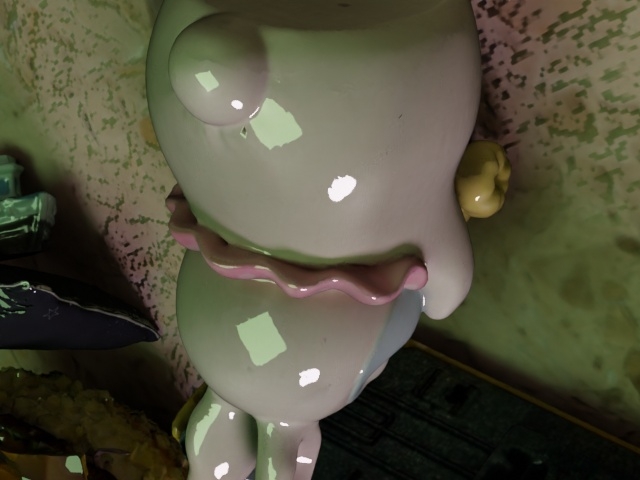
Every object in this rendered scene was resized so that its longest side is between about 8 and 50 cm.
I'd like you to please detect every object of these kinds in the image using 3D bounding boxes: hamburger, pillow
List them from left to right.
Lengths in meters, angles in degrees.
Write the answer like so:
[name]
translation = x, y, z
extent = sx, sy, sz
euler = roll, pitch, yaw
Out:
[pillow]
translation = -0.218, 0.042, 0.783
extent = 0.208, 0.141, 0.055
euler = -1, 77, 23
[hamburger]
translation = -0.169, 0.170, 0.833
extent = 0.243, 0.138, 0.261
euler = 5, 134, 32

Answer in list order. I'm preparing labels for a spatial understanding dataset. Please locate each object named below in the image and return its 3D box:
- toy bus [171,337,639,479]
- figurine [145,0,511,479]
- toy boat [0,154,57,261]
[toy bus]
translation = 0.094, 0.139, 0.595
extent = 0.335, 0.121, 0.123
euler = 24, 147, 29
[figurine]
translation = 0.000, 0.000, 0.536
extent = 0.127, 0.155, 0.235
euler = 15, 126, 18
[toy boat]
translation = -0.205, -0.018, 0.807
extent = 0.140, 0.059, 0.066
euler = -8, 87, 49
